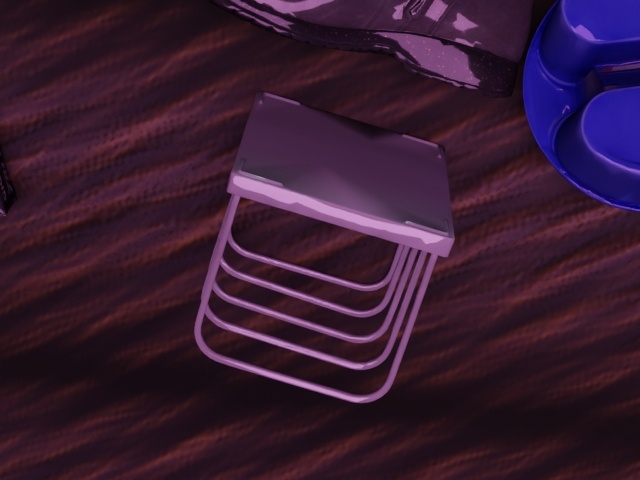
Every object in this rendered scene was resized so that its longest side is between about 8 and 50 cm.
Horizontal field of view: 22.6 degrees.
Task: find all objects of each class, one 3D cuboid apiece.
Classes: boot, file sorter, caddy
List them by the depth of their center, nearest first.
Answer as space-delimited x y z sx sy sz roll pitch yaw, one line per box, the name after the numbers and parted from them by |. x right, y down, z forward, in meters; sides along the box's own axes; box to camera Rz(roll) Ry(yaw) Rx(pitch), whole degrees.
0.358 -0.158 1.465 0.341 0.179 0.241 -8 82 4 | caddy
0.000 0.000 1.466 0.193 0.277 0.173 17 110 -4 | file sorter
0.055 -0.279 1.482 0.338 0.118 0.222 15 98 -8 | boot

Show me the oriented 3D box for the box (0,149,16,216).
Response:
-0.479 -0.130 1.544 0.296 0.073 0.293 -13 104 6 | box
